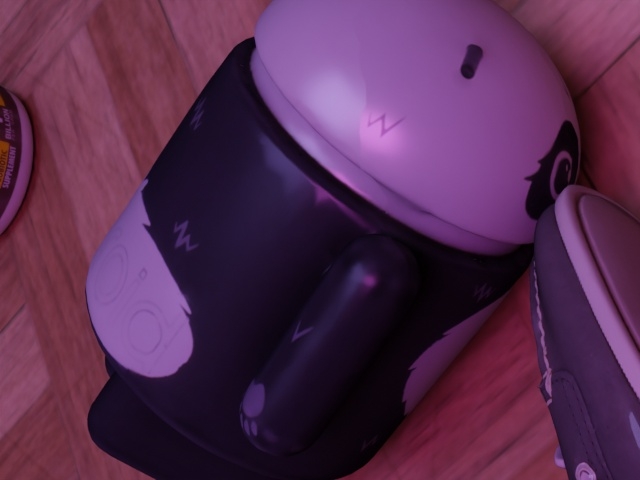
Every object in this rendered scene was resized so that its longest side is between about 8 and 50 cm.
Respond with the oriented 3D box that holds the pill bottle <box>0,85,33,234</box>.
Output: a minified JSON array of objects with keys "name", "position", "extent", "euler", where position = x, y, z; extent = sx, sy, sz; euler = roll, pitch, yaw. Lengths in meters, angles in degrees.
[{"name":"pill bottle","position":[-0.303,-0.067,1.160],"extent":[0.117,0.215,0.117],"euler":[-15,69,45]}]

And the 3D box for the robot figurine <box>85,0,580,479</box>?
[{"name":"robot figurine","position":[0.002,0.002,0.841],"extent":[0.278,0.174,0.209],"euler":[-54,53,24]}]

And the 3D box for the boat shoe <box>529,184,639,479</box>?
[{"name":"boat shoe","position":[0.145,0.127,0.691],"extent":[0.095,0.112,0.335],"euler":[-43,54,26]}]
